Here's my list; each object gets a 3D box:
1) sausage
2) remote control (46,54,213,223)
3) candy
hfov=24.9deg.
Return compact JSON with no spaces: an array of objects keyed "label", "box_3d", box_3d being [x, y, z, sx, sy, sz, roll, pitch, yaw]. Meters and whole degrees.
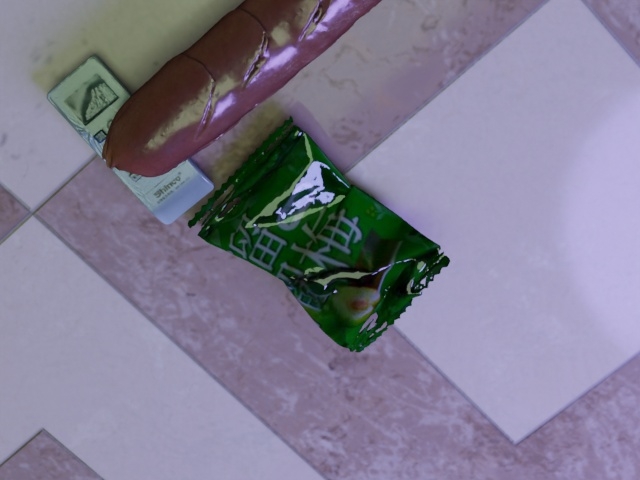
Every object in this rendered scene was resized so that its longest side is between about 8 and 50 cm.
[{"label":"sausage","box_3d":[-0.017,-0.195,1.209,0.433,0.088,0.088,-40,109,13]},{"label":"remote control","box_3d":[-0.169,-0.089,1.295,0.061,0.029,0.162,-38,106,10]},{"label":"candy","box_3d":[-0.001,0.000,1.314,0.203,0.078,0.141,41,98,-5]}]
